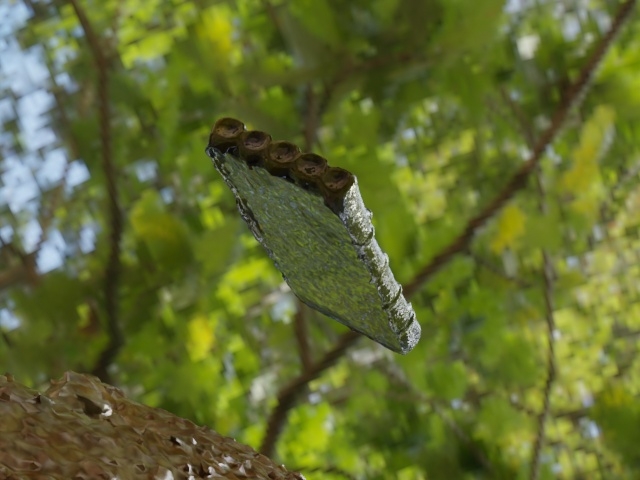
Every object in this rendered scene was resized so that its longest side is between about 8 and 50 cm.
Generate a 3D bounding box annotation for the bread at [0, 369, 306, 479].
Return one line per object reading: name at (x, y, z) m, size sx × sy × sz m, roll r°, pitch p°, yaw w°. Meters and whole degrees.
bread at (-0.096, 0.119, 0.598) m, size 0.305 × 0.305 × 0.159 m, roll 15°, pitch -93°, yaw 38°

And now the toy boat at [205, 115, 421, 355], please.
toy boat at (0.000, 0.000, 0.713) m, size 0.063 × 0.115 × 0.016 m, roll 26°, pitch -109°, yaw 28°
